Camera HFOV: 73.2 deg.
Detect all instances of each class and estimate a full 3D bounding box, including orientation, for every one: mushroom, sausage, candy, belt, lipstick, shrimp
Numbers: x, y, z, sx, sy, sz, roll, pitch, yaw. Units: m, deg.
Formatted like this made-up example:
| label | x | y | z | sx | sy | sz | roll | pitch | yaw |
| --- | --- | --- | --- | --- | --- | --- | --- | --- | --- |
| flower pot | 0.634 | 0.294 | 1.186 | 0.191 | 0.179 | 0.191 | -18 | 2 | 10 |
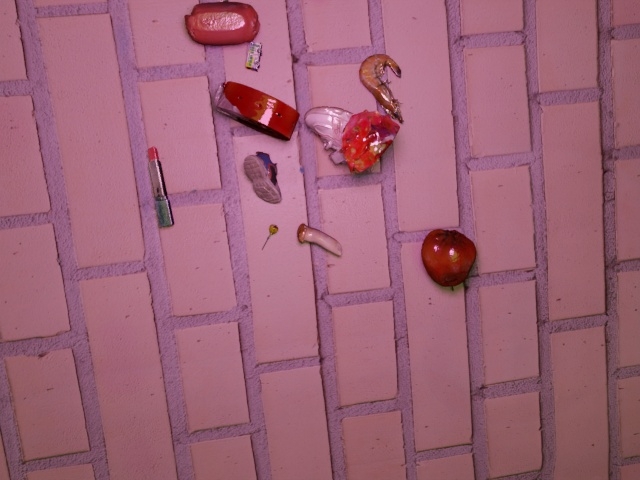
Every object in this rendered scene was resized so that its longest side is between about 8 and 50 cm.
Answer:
| label | x | y | z | sx | sy | sz | roll | pitch | yaw |
| --- | --- | --- | --- | --- | --- | --- | --- | --- | --- |
| mushroom | 0.000 | 0.000 | 1.780 | 0.209 | 0.084 | 0.071 | 24 | 114 | -11 |
| sausage | -0.367 | -0.812 | 1.618 | 0.279 | 0.152 | 0.152 | -4 | 96 | -4 |
| candy | -0.214 | -0.013 | 1.781 | 0.035 | 0.035 | 0.123 | 36 | 102 | 23 |
| belt | -0.244 | -0.486 | 1.630 | 0.323 | 0.227 | 0.115 | 23 | 90 | 5 |
| lipstick | -0.637 | -0.212 | 1.706 | 0.051 | 0.051 | 0.313 | -11 | 95 | -4 |
| shrimp | 0.283 | -0.626 | 1.756 | 0.169 | 0.058 | 0.296 | -38 | 95 | -3 |

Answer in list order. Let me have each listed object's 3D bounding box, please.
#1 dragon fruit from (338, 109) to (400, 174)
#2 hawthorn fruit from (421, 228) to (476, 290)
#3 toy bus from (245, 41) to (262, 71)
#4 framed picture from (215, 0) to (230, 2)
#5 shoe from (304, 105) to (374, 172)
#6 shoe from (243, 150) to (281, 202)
| label | x | y | z | sx | sy | sz | roll | pitch | yaw |
| --- | --- | --- | --- | --- | --- | --- | --- | --- | --- |
| dragon fruit | 0.169 | -0.383 | 1.564 | 0.161 | 0.126 | 0.274 | 39 | 77 | -16 |
| hawthorn fruit | 0.523 | 0.087 | 1.779 | 0.223 | 0.224 | 0.261 | -7 | 112 | -5 |
| toy bus | -0.260 | -0.722 | 1.689 | 0.058 | 0.052 | 0.102 | 10 | 97 | -8 |
| framed picture | -0.386 | -0.898 | 1.679 | 0.089 | 0.006 | 0.066 | -24 | 97 | -3 |
| shoe | 0.093 | -0.396 | 1.698 | 0.350 | 0.172 | 0.198 | 17 | 94 | -8 |
| shoe | -0.216 | -0.262 | 1.732 | 0.099 | 0.126 | 0.228 | -8 | 126 | 29 |
